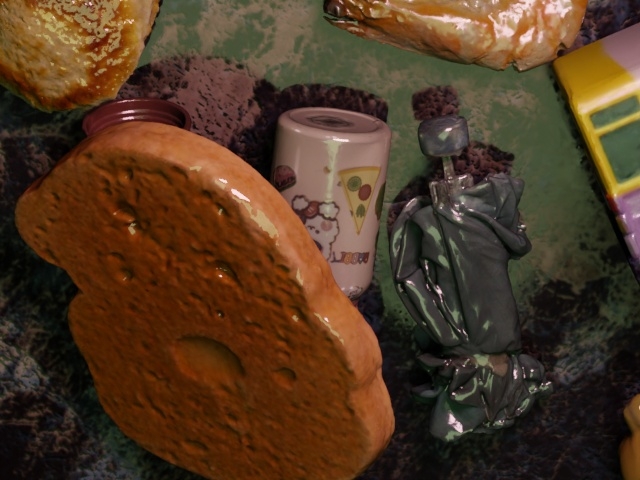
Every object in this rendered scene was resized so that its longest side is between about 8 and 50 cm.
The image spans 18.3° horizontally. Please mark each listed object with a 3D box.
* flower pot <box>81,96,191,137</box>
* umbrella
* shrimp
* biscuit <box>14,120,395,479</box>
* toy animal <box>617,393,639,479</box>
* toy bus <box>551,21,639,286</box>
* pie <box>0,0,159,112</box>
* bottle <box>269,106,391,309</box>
[{"bbox_3d":[-0.182,-0.080,1.993,0.111,0.111,0.089,0,121,0],"label":"flower pot"},{"bbox_3d":[0.147,0.036,2.022,0.143,0.094,0.349,-18,112,-14],"label":"umbrella"},{"bbox_3d":[0.116,-0.250,1.961,0.294,0.062,0.154,6,94,-4],"label":"shrimp"},{"bbox_3d":[-0.104,0.084,1.959,0.349,0.078,0.455,2,125,37],"label":"biscuit"},{"bbox_3d":[0.418,0.261,2.060,0.169,0.195,0.281,-22,115,48],"label":"toy animal"},{"bbox_3d":[0.461,-0.154,1.908,0.440,0.209,0.249,-23,104,8],"label":"toy bus"},{"bbox_3d":[-0.254,-0.226,1.953,0.178,0.084,0.205,24,108,-7],"label":"pie"},{"bbox_3d":[0.000,0.000,1.999,0.120,0.120,0.253,6,106,-2],"label":"bottle"}]
